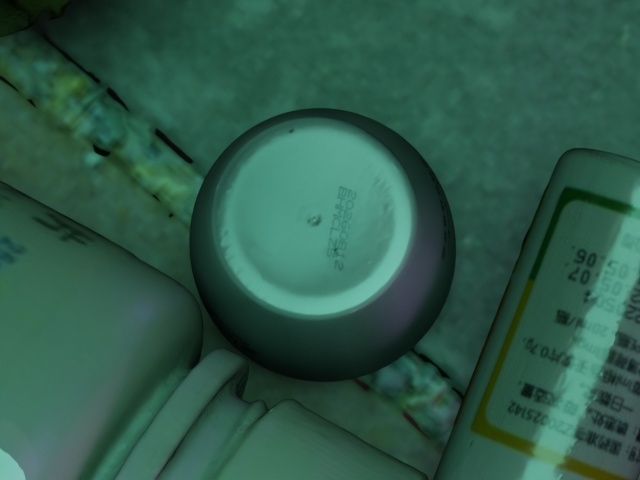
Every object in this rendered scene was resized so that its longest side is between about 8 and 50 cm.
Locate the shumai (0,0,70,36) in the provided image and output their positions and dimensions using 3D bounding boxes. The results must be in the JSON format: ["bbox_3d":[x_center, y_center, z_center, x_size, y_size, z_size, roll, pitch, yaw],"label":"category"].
[{"bbox_3d":[-0.098,-0.216,0.582,0.189,0.256,0.218,31,52,31],"label":"shumai"}]

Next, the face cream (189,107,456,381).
[{"bbox_3d":[0.000,0.000,0.582,0.091,0.095,0.091,0,81,3],"label":"face cream"}]

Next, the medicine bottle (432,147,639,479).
[{"bbox_3d":[0.075,0.086,0.573,0.061,0.092,0.220,19,86,38],"label":"medicine bottle"}]

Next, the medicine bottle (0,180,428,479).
[{"bbox_3d":[-0.124,0.063,0.541,0.293,0.170,0.170,29,84,7],"label":"medicine bottle"}]
